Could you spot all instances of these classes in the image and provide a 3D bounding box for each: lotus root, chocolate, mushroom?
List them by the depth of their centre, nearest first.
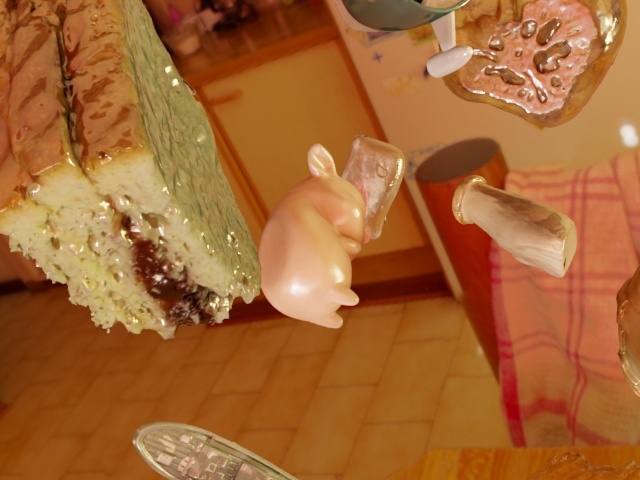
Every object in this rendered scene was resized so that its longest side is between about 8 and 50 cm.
[{"bbox_3d":[0.305,-0.023,1.130,0.108,0.096,0.247,-17,32,-22],"label":"mushroom"},{"bbox_3d":[0.329,-0.331,1.159,0.316,0.316,0.250,-15,24,23],"label":"lotus root"},{"bbox_3d":[0.121,-0.128,1.865,0.161,0.261,0.083,16,8,-6],"label":"chocolate"}]

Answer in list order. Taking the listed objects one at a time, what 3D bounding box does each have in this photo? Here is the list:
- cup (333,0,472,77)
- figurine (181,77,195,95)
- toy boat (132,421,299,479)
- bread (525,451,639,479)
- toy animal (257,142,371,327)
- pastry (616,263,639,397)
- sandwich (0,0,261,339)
[{"bbox_3d":[0.100,-0.355,0.987,0.167,0.299,0.173,-35,13,-25],"label":"cup"},{"bbox_3d":[-0.218,-0.168,0.984,0.129,0.054,0.072,-43,16,35],"label":"figurine"},{"bbox_3d":[-0.136,0.308,0.998,0.085,0.261,0.078,3,64,62],"label":"toy boat"},{"bbox_3d":[0.315,0.419,0.804,0.361,0.250,0.394,-16,11,46],"label":"bread"},{"bbox_3d":[-0.009,0.003,1.092,0.166,0.154,0.250,-55,15,45],"label":"toy animal"},{"bbox_3d":[0.690,0.122,1.256,0.410,0.409,0.245,-35,46,-14],"label":"pastry"},{"bbox_3d":[-0.158,-0.059,0.647,0.131,0.325,0.262,-20,57,2],"label":"sandwich"}]
